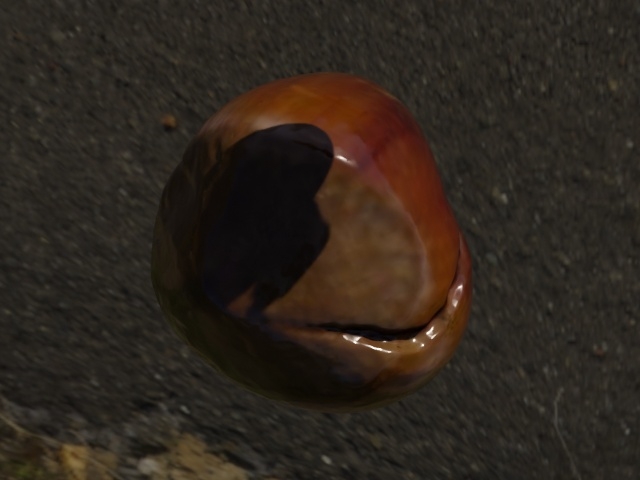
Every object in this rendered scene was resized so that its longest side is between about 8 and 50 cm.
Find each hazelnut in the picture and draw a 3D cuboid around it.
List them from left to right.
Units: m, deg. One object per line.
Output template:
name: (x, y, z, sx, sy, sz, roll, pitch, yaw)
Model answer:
hazelnut: (0.000, 0.000, 1.388, 0.315, 0.372, 0.372, -1, 74, 26)
